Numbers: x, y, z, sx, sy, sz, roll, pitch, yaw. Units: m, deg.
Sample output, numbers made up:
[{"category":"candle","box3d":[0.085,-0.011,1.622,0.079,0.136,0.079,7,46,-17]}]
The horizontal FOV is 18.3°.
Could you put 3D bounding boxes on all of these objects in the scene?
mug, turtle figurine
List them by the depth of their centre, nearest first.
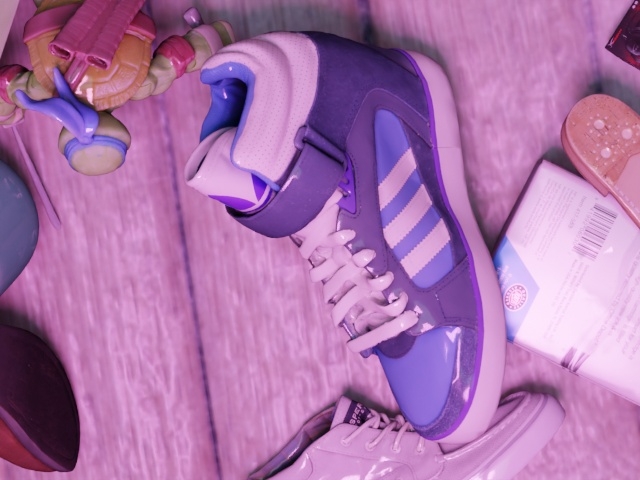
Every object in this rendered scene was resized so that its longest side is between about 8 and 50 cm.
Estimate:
[{"category":"turtle figurine","box3d":[-0.176,-0.157,1.571,0.197,0.274,0.266,-14,72,28]},{"category":"mug","box3d":[-0.297,-0.006,1.591,0.129,0.097,0.158,42,132,-6]}]

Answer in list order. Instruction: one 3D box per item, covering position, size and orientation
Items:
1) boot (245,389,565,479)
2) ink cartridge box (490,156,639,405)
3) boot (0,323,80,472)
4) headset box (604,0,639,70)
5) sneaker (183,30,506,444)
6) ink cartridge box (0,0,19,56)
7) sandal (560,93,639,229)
[{"category":"boot","box3d":[0.059,0.170,1.577,0.258,0.095,0.123,-36,98,8]},{"category":"ink cartridge box","box3d":[0.227,0.038,1.559,0.190,0.082,0.140,26,96,1]},{"category":"boot","box3d":[-0.363,0.138,1.595,0.280,0.264,0.096,-16,59,25]},{"category":"headset box","box3d":[0.271,-0.154,1.541,0.083,0.032,0.062,40,101,44]},{"category":"sneaker","box3d":[0.000,0.000,1.485,0.236,0.130,0.323,0,76,-35]},{"category":"ink cartridge box","box3d":[-0.320,-0.166,1.529,0.235,0.056,0.171,26,99,48]},{"category":"sandal","box3d":[0.283,-0.027,1.478,0.240,0.079,0.088,40,76,6]}]
